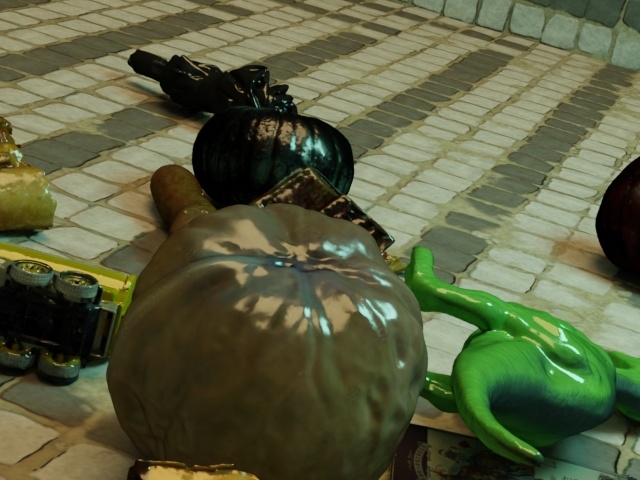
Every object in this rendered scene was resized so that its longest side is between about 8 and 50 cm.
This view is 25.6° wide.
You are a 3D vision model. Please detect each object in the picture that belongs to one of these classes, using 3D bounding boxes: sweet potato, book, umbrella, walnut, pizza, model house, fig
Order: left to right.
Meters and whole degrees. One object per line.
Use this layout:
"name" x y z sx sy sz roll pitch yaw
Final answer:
"pizza" -0.464 -0.112 1.570 0.409 0.114 0.278 25 29 13
"sweet potato" -0.161 -0.045 1.652 0.067 0.059 0.281 16 18 -20
"umbrella" -0.170 -0.229 2.102 0.118 0.118 0.340 -7 24 -45
"walnut" -0.039 0.099 1.085 0.248 0.248 0.248 12 19 -4
"model house" -0.006 0.004 1.578 0.165 0.106 0.152 -38 51 -13
"pizza" 0.045 0.021 1.648 0.100 0.029 0.099 21 22 22
"book" 0.171 0.217 1.191 0.231 0.026 0.157 13 19 0
"fig" 0.473 -0.063 1.825 0.204 0.249 0.186 17 11 20

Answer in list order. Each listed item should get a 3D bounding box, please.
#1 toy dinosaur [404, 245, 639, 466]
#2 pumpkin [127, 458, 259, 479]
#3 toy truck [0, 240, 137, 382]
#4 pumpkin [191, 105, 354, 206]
"toy dinosaur" 0.228 0.158 1.212 0.375 0.144 0.500 23 11 -16
"pumpkin" 0.006 0.247 0.918 0.279 0.111 0.163 9 35 -17
"toy truck" -0.279 0.050 1.258 0.227 0.098 0.114 15 16 -2
"pumpkin" -0.059 -0.090 1.723 0.202 0.140 0.202 8 0 0
